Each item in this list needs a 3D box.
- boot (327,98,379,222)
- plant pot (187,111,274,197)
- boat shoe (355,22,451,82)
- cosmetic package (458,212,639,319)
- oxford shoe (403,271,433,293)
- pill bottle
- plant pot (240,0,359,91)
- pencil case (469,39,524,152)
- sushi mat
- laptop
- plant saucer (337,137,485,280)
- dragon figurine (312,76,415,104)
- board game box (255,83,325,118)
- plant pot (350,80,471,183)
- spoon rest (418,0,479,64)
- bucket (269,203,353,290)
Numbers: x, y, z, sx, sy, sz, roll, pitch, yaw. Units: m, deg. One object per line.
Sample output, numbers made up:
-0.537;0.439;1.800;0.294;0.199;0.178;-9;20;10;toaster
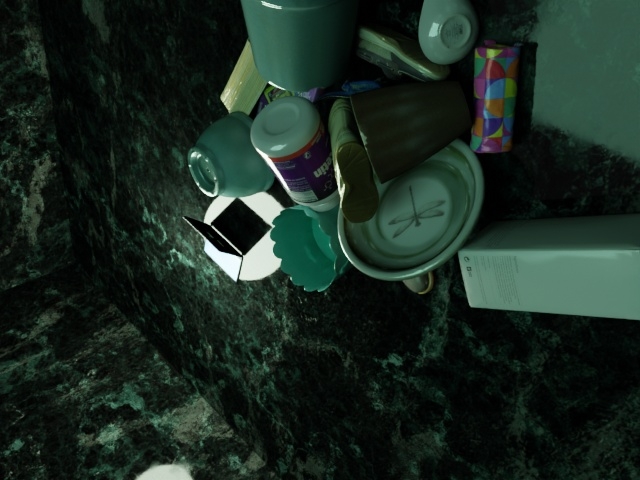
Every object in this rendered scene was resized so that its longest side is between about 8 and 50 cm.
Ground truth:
0.075;-0.190;1.247;0.262;0.095;0.204;72;-172;-48;boot
-0.322;-0.265;1.733;0.293;0.196;0.293;32;139;33;plant pot
0.192;-0.438;1.238;0.285;0.102;0.092;41;139;28;boat shoe
0.509;0.048;1.086;0.365;0.196;0.155;0;112;46;cosmetic package
0.181;0.007;1.441;0.364;0.132;0.130;56;138;8;oxford shoe
-0.041;-0.214;1.355;0.181;0.182;0.323;27;165;34;pill bottle
-0.046;-0.566;1.217;0.341;0.341;0.334;41;156;23;plant pot
0.380;-0.311;1.113;0.104;0.104;0.237;17;119;39;pencil case
-0.252;-0.499;1.669;0.152;0.019;0.316;62;147;7;sushi mat
-0.447;0.041;2.086;0.234;0.264;0.137;39;96;24;laptop
0.230;-0.079;1.279;0.400;0.100;0.401;-18;58;32;plant saucer
0.111;-0.360;1.278;0.144;0.288;0.085;-103;10;-67;dragon figurine
-0.087;-0.451;1.547;0.208;0.056;0.347;46;136;25;board game box
0.211;-0.267;1.149;0.230;0.215;0.216;-19;97;13;plant pot
0.271;-0.517;1.085;0.084;0.137;0.277;-104;2;-57;spoon rest
0.000;0.000;1.583;0.281;0.183;0.282;22;124;36;bucket
